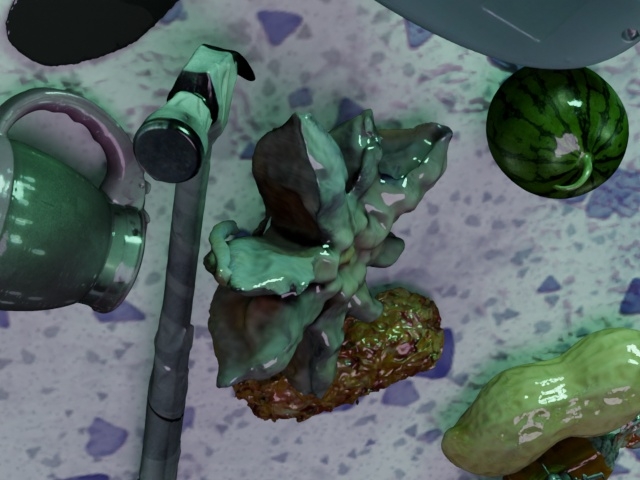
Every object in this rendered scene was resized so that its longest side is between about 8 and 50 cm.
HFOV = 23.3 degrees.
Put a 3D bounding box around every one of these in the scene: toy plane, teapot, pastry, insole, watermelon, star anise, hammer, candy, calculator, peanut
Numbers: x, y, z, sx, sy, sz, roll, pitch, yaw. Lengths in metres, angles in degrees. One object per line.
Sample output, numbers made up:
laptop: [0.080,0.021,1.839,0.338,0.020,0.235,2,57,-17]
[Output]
toy plane: [0.186,0.198,1.222,0.079,0.031,0.083,-31,146,0]
teapot: [-0.188,-0.017,1.050,0.146,0.148,0.116,18,150,-29]
pastry: [0.014,0.092,1.165,0.169,0.063,0.087,-24,124,3]
insole: [-0.100,-0.200,1.003,0.253,0.005,0.086,-39,121,13]
watermelon: [0.167,-0.075,1.072,0.109,0.109,0.109,-5,121,-8]
star anise: [0.000,0.000,1.057,0.236,0.093,0.229,-42,143,-23]
hammer: [-0.105,0.055,1.088,0.044,0.152,0.426,15,126,5]
candy: [0.190,0.192,1.271,0.182,0.046,0.053,-28,128,0]
calculator: [0.087,-0.206,0.969,0.299,0.041,0.185,30,139,-18]
peanut: [0.181,0.129,1.214,0.187,0.082,0.082,-24,122,3]
